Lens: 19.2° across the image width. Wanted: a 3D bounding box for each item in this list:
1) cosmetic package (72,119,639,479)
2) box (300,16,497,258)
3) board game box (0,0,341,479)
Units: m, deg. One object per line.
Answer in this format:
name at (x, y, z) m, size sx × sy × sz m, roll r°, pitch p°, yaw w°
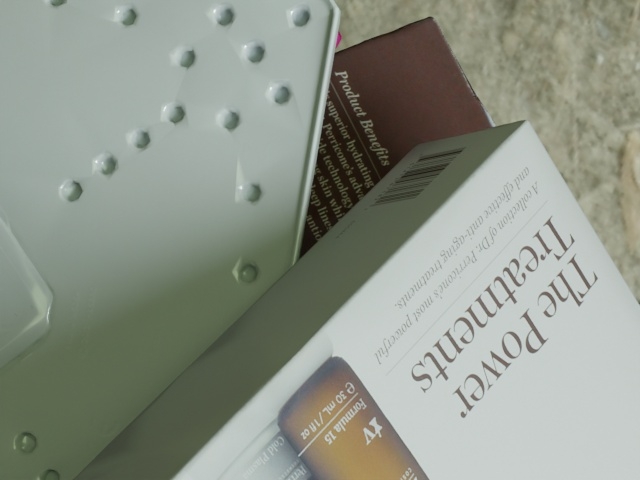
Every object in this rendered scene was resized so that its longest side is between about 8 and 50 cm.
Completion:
cosmetic package at (0.043, 0.163, 0.925) m, size 0.377 × 0.097 × 0.284 m, roll -45°, pitch 111°, yaw -33°
box at (0.000, 0.000, 1.133) m, size 0.203 × 0.167 × 0.168 m, roll -21°, pitch 76°, yaw -17°
board game box at (-0.203, 0.033, 1.029) m, size 0.390 × 0.050 × 0.390 m, roll 8°, pitch 85°, yaw 14°
